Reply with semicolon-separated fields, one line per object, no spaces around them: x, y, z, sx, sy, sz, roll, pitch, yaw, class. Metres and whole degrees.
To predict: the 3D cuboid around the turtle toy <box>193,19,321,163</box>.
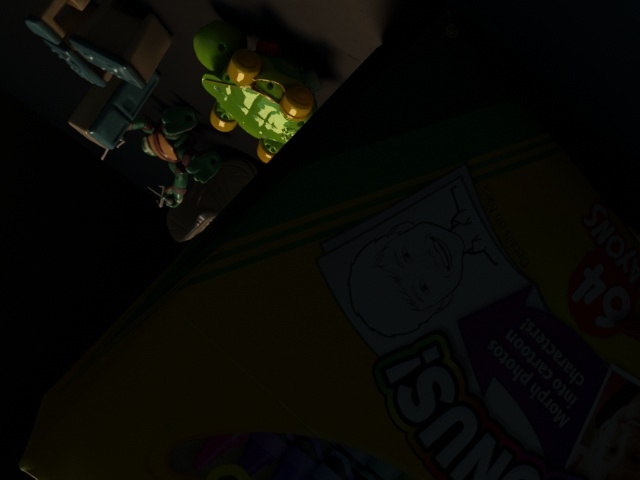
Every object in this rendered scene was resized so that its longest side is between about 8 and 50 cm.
-0.052;-0.130;0.555;0.130;0.066;0.095;35;149;-5;turtle toy

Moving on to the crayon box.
0.073;0.108;0.421;0.363;0.313;0.106;45;169;-16;crayon box

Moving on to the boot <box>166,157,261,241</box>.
-0.139;-0.078;1.164;0.179;0.236;0.085;-13;-104;-49;boot

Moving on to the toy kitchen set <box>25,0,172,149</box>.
-0.230;-0.176;0.765;0.166;0.122;0.207;29;172;20;toy kitchen set

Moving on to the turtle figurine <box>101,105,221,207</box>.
-0.249;-0.145;1.054;0.175;0.118;0.234;45;157;-28;turtle figurine
